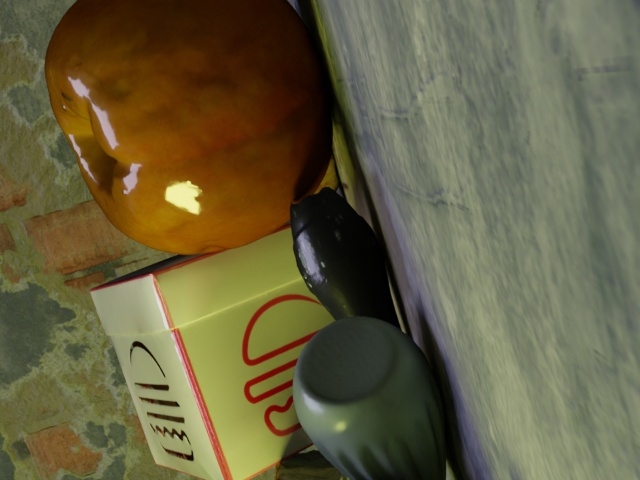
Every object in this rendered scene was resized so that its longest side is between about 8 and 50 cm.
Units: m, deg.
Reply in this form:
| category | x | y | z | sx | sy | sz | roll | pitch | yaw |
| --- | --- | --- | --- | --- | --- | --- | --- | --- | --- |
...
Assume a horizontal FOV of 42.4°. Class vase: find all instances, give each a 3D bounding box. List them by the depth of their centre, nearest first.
| category | x | y | z | sx | sy | sz | roll | pitch | yaw |
| --- | --- | --- | --- | --- | --- | --- | --- | --- | --- |
| vase | 0.062 | 0.181 | 0.789 | 0.128 | 0.128 | 0.248 | -109 | -6 | -46 |

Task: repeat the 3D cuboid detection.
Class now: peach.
| category | x | y | z | sx | sy | sz | roll | pitch | yaw |
| --- | --- | --- | --- | --- | --- | --- | --- | --- | --- |
| peach | -0.138 | -0.160 | 0.961 | 0.343 | 0.301 | 0.343 | 46 | 151 | 35 |

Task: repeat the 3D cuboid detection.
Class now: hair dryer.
| category | x | y | z | sx | sy | sz | roll | pitch | yaw |
| --- | --- | --- | --- | --- | --- | --- | --- | --- | --- |
| hair dryer | 0.053 | 0.050 | 0.972 | 0.236 | 0.091 | 0.271 | 64 | -170 | 1 |

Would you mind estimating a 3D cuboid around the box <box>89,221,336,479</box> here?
| category | x | y | z | sx | sy | sz | roll | pitch | yaw |
| --- | --- | --- | --- | --- | --- | --- | --- | --- | --- |
| box | -0.114 | 0.147 | 1.216 | 0.314 | 0.312 | 0.300 | -14 | 97 | 59 |

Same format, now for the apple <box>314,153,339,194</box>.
| category | x | y | z | sx | sy | sz | roll | pitch | yaw |
| --- | --- | --- | --- | --- | --- | --- | --- | --- | --- |
| apple | -0.031 | -0.106 | 1.182 | 0.126 | 0.102 | 0.126 | 158 | 90 | -89 |

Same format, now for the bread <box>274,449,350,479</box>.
| category | x | y | z | sx | sy | sz | roll | pitch | yaw |
| --- | --- | --- | --- | --- | --- | --- | --- | --- | --- |
| bread | 0.054 | 0.413 | 1.069 | 0.250 | 0.224 | 0.279 | 97 | 165 | -82 |
